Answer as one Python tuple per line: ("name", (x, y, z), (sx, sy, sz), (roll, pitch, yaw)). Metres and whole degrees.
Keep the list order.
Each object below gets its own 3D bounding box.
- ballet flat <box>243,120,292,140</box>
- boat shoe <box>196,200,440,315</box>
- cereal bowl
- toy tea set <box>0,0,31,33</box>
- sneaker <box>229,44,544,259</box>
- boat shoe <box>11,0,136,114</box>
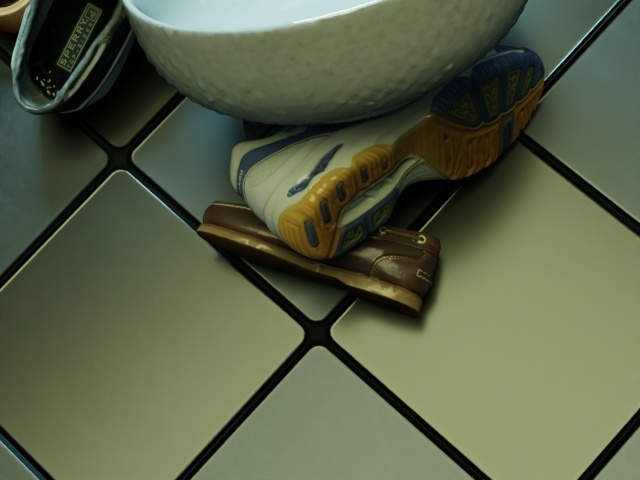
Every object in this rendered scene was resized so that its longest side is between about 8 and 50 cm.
("ballet flat", (0.017, -0.151, 1.308), (0.203, 0.074, 0.074), (-30, 71, 1))
("boat shoe", (0.000, 0.000, 1.262), (0.207, 0.073, 0.073), (18, 80, 5))
("cereal bowl", (0.019, -0.195, 1.188), (0.339, 0.141, 0.339), (-13, 34, 9))
("toy tea set", (-0.399, -0.167, 1.342), (0.200, 0.124, 0.336), (31, 80, 16))
("sneaker", (0.056, -0.104, 1.241), (0.296, 0.112, 0.131), (-29, 46, -28))
("boat shoe", (-0.191, -0.249, 1.283), (0.113, 0.105, 0.306), (33, 106, 3))
